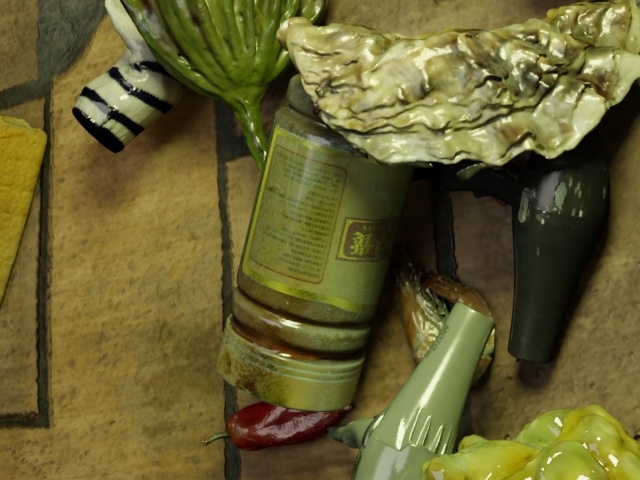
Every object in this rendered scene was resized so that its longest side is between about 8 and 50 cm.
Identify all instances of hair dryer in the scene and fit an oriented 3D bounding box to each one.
[{"bbox_3d":[0.085,0.148,1.642,0.229,0.092,0.267,-58,16,10],"label":"hair dryer"},{"bbox_3d":[0.175,-0.021,1.665,0.272,0.091,0.235,30,114,55],"label":"hair dryer"}]

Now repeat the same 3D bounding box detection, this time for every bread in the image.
[{"bbox_3d":[-0.487,-0.040,2.202,0.114,0.185,0.274,22,98,49],"label":"bread"}]

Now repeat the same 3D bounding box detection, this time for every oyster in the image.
[{"bbox_3d":[0.131,-0.165,1.574,0.238,0.351,0.115,-76,-10,-55],"label":"oyster"}]

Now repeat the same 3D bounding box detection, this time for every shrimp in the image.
[{"bbox_3d":[0.119,0.072,1.703,0.099,0.041,0.180,-43,55,29],"label":"shrimp"}]

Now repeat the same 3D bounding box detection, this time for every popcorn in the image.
[{"bbox_3d":[0.167,0.300,1.453,0.274,0.279,0.335,41,112,-3],"label":"popcorn"}]

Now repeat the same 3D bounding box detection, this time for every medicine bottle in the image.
[{"bbox_3d":[0.000,0.000,1.720,0.151,0.151,0.322,29,112,42],"label":"medicine bottle"}]

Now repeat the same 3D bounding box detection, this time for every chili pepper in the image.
[{"bbox_3d":[-0.046,0.198,1.832,0.191,0.050,0.059,-16,68,28],"label":"chili pepper"}]

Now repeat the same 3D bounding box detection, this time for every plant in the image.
[{"bbox_3d":[-0.093,-0.169,1.833,0.251,0.180,0.333,-14,70,29],"label":"plant"}]

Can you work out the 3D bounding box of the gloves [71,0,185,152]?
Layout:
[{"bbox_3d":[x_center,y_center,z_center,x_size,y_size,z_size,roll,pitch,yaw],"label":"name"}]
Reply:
[{"bbox_3d":[-0.203,-0.215,1.994,0.131,0.140,0.218,39,80,22],"label":"gloves"}]
